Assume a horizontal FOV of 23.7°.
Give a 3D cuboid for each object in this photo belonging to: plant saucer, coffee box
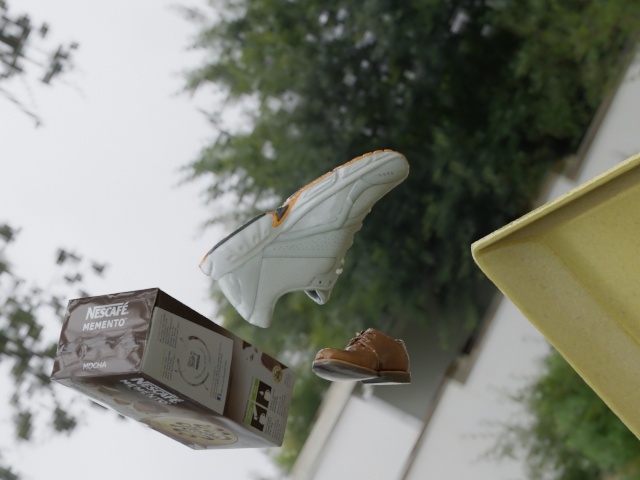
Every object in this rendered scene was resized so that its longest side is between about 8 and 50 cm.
[{"bbox_3d":[0.370,0.056,1.593,0.081,0.332,0.333,-48,8,-34],"label":"plant saucer"},{"bbox_3d":[-0.192,0.179,2.046,0.297,0.168,0.118,36,-124,-45],"label":"coffee box"}]

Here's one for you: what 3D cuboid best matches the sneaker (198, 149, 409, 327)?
[{"bbox_3d":[0.000,0.000,1.685,0.262,0.121,0.099,-33,2,-14],"label":"sneaker"}]

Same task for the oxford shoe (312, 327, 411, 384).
[{"bbox_3d":[0.053,0.156,2.079,0.212,0.076,0.076,12,-105,-59],"label":"oxford shoe"}]
